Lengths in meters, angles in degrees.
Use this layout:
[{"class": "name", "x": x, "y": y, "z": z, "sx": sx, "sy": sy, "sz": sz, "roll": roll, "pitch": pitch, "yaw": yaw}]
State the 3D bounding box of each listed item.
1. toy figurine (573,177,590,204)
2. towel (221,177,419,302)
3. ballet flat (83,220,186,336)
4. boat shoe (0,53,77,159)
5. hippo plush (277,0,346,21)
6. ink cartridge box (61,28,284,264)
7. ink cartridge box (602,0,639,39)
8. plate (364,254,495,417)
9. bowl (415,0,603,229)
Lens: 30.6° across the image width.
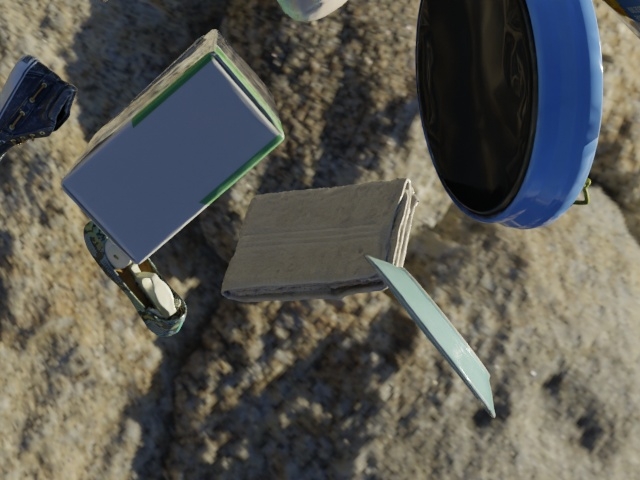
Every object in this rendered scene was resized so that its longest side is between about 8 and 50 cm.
[{"class": "toy figurine", "x": 0.311, "y": -0.214, "z": 1.894, "sx": 0.191, "sy": 0.217, "sz": 0.362, "roll": -18, "pitch": 142, "yaw": 7}, {"class": "towel", "x": 0.000, "y": 0.000, "z": 1.708, "sx": 0.049, "sy": 0.282, "sz": 0.187, "roll": 57, "pitch": 39, "yaw": -44}, {"class": "ballet flat", "x": -0.240, "y": 0.042, "z": 1.554, "sx": 0.070, "sy": 0.070, "sz": 0.188, "roll": -40, "pitch": 95, "yaw": -10}, {"class": "boat shoe", "x": -0.390, "y": -0.149, "z": 1.535, "sx": 0.083, "sy": 0.065, "sz": 0.183, "roll": 34, "pitch": 118, "yaw": -1}, {"class": "hippo plush", "x": -0.027, "y": -0.383, "z": 1.118, "sx": 0.236, "sy": 0.234, "sz": 0.294, "roll": 35, "pitch": 65, "yaw": -59}, {"class": "ink cartridge box", "x": -0.157, "y": -0.117, "z": 1.308, "sx": 0.211, "sy": 0.289, "sz": 0.121, "roll": -40, "pitch": 104, "yaw": 7}, {"class": "ink cartridge box", "x": 0.295, "y": -0.291, "z": 1.035, "sx": 0.395, "sy": 0.270, "sz": 0.151, "roll": 43, "pitch": 101, "yaw": -4}, {"class": "plate", "x": 0.106, "y": 0.080, "z": 1.062, "sx": 0.024, "sy": 0.188, "sz": 0.188, "roll": -38, "pitch": 122, "yaw": 1}, {"class": "bowl", "x": 0.218, "y": -0.205, "z": 1.462, "sx": 0.077, "sy": 0.391, "sz": 0.391, "roll": -7, "pitch": 112, "yaw": -16}]
